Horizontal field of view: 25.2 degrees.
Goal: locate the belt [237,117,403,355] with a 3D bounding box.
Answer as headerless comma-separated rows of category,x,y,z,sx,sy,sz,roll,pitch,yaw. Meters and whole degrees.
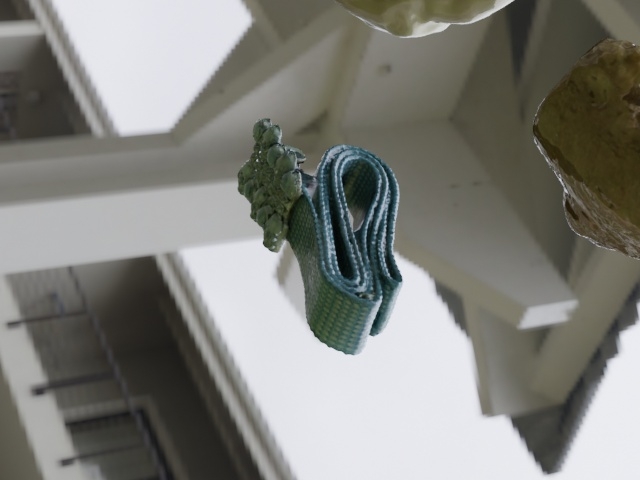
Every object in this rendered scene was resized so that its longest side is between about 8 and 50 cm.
belt,0.002,-0.004,0.898,0.179,0.100,0.065,-96,-156,-57

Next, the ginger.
ginger,0.202,-0.009,0.728,0.213,0.074,0.137,48,-17,26

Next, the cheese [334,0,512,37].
cheese,0.078,-0.333,1.174,0.318,0.326,0.115,-58,-178,26
